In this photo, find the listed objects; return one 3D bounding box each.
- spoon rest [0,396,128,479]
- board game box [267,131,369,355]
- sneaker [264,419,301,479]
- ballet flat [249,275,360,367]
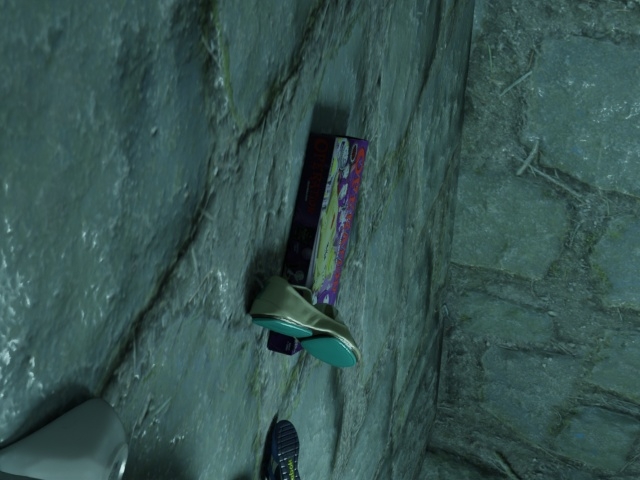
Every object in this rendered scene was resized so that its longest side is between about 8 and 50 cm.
[{"bbox_3d":[-0.238,0.212,0.857,0.276,0.084,0.137,85,21,-84],"label":"spoon rest"},{"bbox_3d":[0.000,0.000,1.545,0.208,0.056,0.347,-24,126,-76],"label":"board game box"},{"bbox_3d":[-0.070,0.378,1.624,0.053,0.059,0.144,-1,89,-43],"label":"sneaker"},{"bbox_3d":[-0.012,0.118,1.422,0.248,0.086,0.086,37,66,-49],"label":"ballet flat"}]
